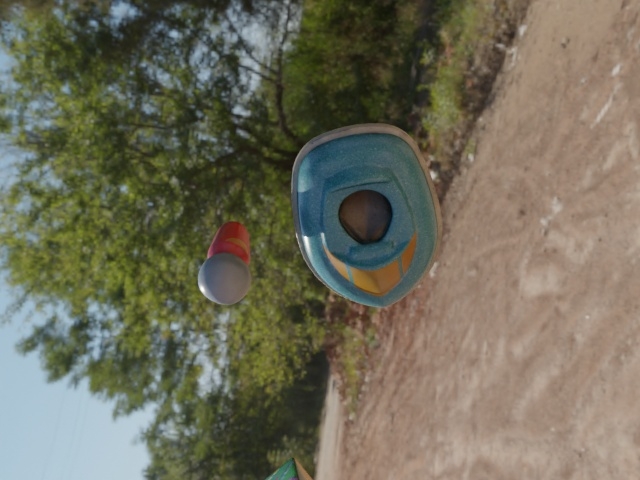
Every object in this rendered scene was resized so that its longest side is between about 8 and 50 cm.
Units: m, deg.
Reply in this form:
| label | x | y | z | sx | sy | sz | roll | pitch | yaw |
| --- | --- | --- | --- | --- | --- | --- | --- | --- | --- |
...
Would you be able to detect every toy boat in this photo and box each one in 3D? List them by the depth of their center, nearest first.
| label | x | y | z | sx | sy | sz | roll | pitch | yaw |
| --- | --- | --- | --- | --- | --- | --- | --- | --- | --- |
| toy boat | 0.000 | 0.000 | 0.949 | 0.148 | 0.319 | 0.267 | -91 | -15 | -60 |

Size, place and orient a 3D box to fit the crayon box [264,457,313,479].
| label | x | y | z | sx | sy | sz | roll | pitch | yaw |
| --- | --- | --- | --- | --- | --- | --- | --- | --- | --- |
| crayon box | 0.010 | 0.555 | 1.356 | 0.081 | 0.278 | 0.165 | -39 | 5 | -4 |
